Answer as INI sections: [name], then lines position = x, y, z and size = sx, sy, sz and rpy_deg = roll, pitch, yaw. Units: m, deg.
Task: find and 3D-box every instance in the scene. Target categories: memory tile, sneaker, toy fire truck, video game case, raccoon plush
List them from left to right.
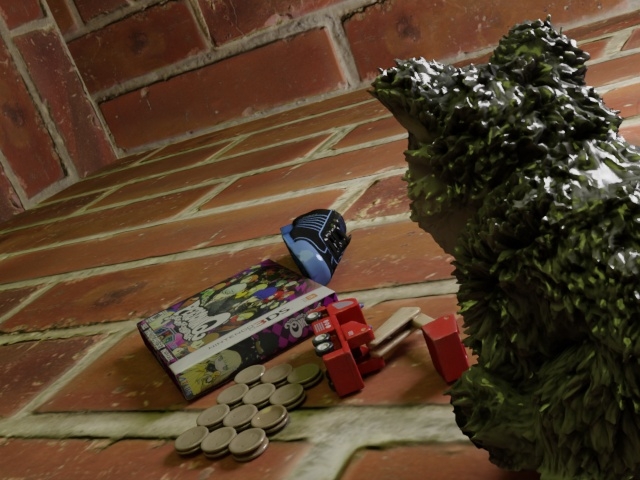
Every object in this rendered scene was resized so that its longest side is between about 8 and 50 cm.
[video game case]
position = -0.110, 0.101, 0.988
size = 0.210, 0.042, 0.232
rpy_deg = -26, 18, -17
[memory tile]
position = -0.070, 0.170, 0.790
size = 0.113, 0.012, 0.148
rpy_deg = -9, 21, 34
[sneaker]
position = 0.000, 0.000, 1.094
size = 0.090, 0.081, 0.232
rpy_deg = -29, 17, -1
[toy fire truck]
position = 0.062, 0.098, 0.790
size = 0.135, 0.047, 0.192
rpy_deg = -22, 17, -2
[raccoon plush]
position = 0.218, -0.031, 0.469
size = 0.216, 0.299, 0.446
rpy_deg = -17, 0, -35
